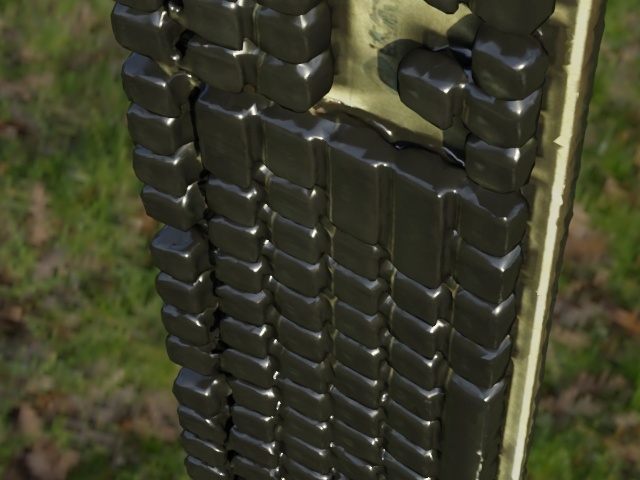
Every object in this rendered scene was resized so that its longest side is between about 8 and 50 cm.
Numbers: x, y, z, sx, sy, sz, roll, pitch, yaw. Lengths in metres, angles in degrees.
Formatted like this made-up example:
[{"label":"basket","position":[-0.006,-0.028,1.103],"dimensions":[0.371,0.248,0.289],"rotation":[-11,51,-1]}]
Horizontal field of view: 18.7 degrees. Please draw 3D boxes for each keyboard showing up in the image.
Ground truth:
[{"label":"keyboard","position":[0.000,0.000,0.411],"dimensions":[0.106,0.317,0.027],"rotation":[25,61,17]}]
